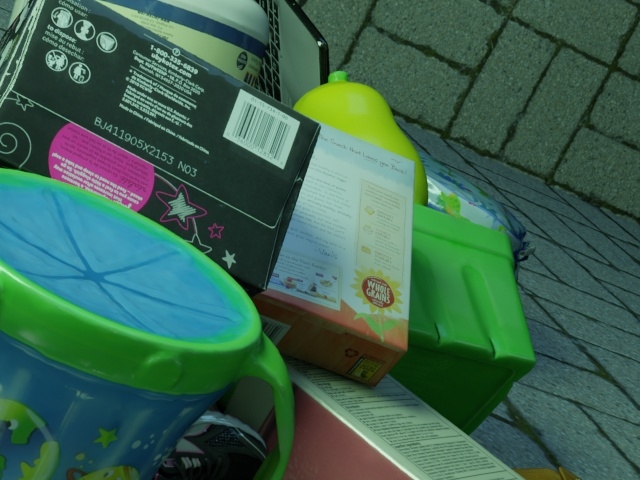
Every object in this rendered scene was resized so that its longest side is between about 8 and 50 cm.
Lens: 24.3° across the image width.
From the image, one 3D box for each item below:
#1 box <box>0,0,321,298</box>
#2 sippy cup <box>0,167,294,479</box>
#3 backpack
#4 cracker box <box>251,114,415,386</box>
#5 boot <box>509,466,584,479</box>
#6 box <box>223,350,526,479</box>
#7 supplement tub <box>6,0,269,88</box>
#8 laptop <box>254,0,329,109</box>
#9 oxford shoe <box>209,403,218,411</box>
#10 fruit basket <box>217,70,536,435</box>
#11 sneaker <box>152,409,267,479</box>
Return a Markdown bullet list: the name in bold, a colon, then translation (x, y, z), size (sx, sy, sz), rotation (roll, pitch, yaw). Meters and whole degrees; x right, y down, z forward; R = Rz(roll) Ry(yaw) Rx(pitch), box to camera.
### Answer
- **box**: translation (-0.153, -0.064, 1.175), size (0.247, 0.163, 0.142), rotation (28, -27, -20)
- **sippy cup**: translation (-0.189, 0.103, 0.993), size (0.305, 0.224, 0.240), rotation (35, 17, 25)
- **backpack**: translation (0.141, 0.009, 1.999), size (0.290, 0.273, 0.355), rotation (38, 27, 6)
- **cracker box**: translation (0.000, 0.000, 1.319), size (0.156, 0.067, 0.232), rotation (22, 45, -16)
- **boot**: translation (0.309, 0.308, 1.456), size (0.295, 0.104, 0.211), rotation (21, 15, -11)
- **box**: translation (0.038, 0.202, 1.271), size (0.232, 0.126, 0.149), rotation (36, 18, 31)
- **supplement tub**: translation (-0.196, -0.089, 1.377), size (0.235, 0.324, 0.235), rotation (16, 1, 0)
- **laptop**: translation (-0.176, -0.182, 1.833), size (0.236, 0.382, 0.408), rotation (-22, 52, -16)
- **oxford shoe**: translation (-0.189, 0.135, 1.228), size (0.212, 0.076, 0.076), rotation (17, 29, -9)
- **fruit basket**: translation (0.018, 0.018, 1.565), size (0.392, 0.283, 0.392), rotation (31, 26, -17)
- **sneaker**: translation (-0.125, 0.181, 1.192), size (0.178, 0.072, 0.077), rotation (9, 27, -23)
